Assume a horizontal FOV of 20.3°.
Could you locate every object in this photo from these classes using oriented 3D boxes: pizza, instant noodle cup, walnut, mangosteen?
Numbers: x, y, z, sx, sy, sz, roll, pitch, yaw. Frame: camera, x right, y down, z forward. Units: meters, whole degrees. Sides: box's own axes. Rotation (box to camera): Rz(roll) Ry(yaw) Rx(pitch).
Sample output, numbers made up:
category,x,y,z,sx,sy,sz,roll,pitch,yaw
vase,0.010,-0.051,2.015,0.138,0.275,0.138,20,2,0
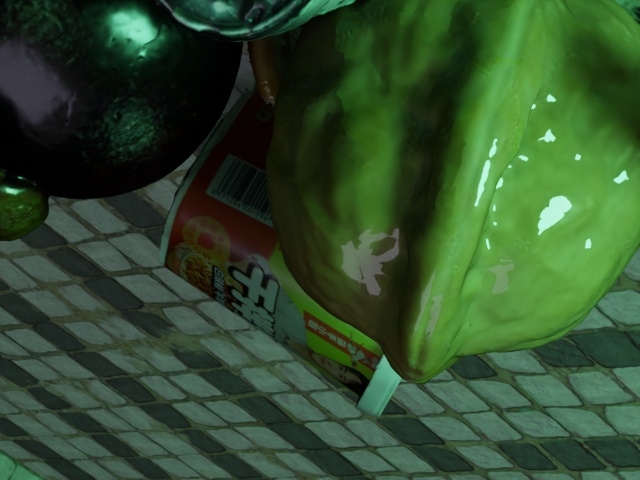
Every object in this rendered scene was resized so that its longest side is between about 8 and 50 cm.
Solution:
category,x,y,z,sx,sy,sz,roll,pitch,yaw
pizza,0.006,-0.210,1.723,0.052,0.185,0.195,-1,177,42
instant noodle cup,0.000,0.000,1.991,0.307,0.294,0.294,30,154,4
walnut,0.124,-0.076,1.603,0.383,0.384,0.383,18,153,10
mangosteen,-0.283,-0.189,1.654,0.382,0.435,0.382,48,160,24

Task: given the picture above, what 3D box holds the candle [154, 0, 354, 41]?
category,x,y,z,sx,sy,sz,roll,pitch,yaw
candle,-0.026,-0.274,1.483,0.187,0.330,0.187,6,107,20
